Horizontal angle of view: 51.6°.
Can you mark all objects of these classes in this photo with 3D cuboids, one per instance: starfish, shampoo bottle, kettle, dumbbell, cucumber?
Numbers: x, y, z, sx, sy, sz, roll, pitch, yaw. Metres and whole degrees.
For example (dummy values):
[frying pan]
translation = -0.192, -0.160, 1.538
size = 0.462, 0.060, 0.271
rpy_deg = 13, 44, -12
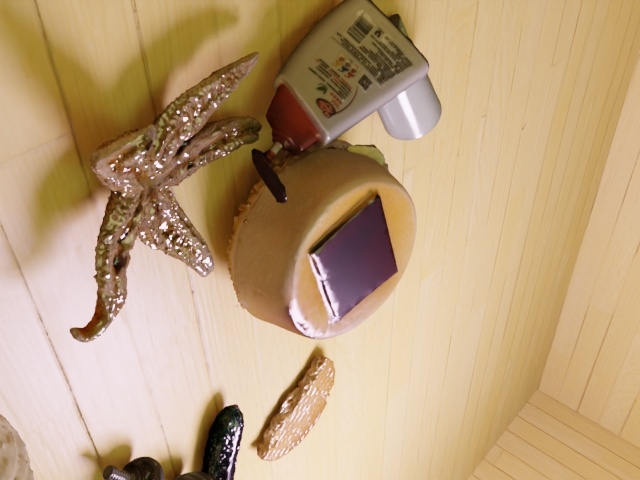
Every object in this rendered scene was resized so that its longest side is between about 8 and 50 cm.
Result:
[starfish]
translation = -0.172, -0.060, 0.723
size = 0.375, 0.094, 0.327
rpy_deg = -64, 169, 0
[shampoo bottle]
translation = 0.006, -0.179, 0.852
size = 0.153, 0.071, 0.284
rpy_deg = 44, 71, -12
[kettle]
translation = 0.129, -0.245, 1.018
size = 0.127, 0.098, 0.148
rpy_deg = -50, 144, -7
[dumbbell]
translation = -0.236, 0.377, 0.986
size = 0.110, 0.110, 0.254
rpy_deg = -52, 141, -14
[cucumber]
translation = -0.169, 0.376, 1.115
size = 0.067, 0.067, 0.245
rpy_deg = -23, 130, -46

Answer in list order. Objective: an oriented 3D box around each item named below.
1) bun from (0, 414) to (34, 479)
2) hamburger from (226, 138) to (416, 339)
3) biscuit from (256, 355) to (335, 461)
[bun]
translation = -0.404, 0.306, 0.557
size = 0.352, 0.227, 0.349
rpy_deg = -23, 134, -43
[hamburger]
translation = 0.000, 0.000, 0.957
size = 0.301, 0.170, 0.302
rpy_deg = -25, 131, -32
[biscuit]
translation = -0.037, 0.329, 1.293
size = 0.224, 0.033, 0.144
rpy_deg = -57, 151, -7
